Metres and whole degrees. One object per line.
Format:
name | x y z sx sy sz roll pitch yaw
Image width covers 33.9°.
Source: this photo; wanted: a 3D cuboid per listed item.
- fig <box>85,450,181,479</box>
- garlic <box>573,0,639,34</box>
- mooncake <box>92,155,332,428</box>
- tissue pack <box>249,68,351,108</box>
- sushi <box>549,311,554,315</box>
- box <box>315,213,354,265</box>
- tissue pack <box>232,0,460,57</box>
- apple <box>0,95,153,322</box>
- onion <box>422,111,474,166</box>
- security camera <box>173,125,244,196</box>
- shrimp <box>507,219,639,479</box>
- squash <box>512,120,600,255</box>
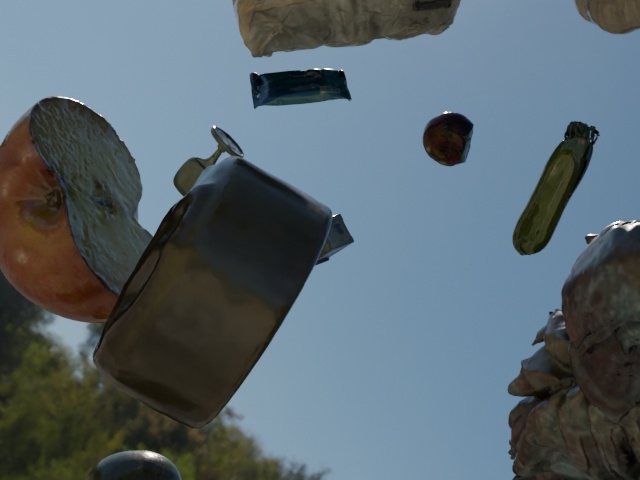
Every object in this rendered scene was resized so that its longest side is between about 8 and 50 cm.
fig | -0.290 0.421 1.546 0.151 0.151 0.259 50 19 -21
garlic | 0.489 -0.424 1.608 0.228 0.228 0.152 24 -1 40
mooncake | -0.121 0.048 1.129 0.155 0.284 0.284 33 -19 -10
tissue pack | -0.030 -0.219 1.482 0.085 0.138 0.028 -100 -176 -49
sushi | 0.474 0.261 1.406 0.320 0.339 0.069 1 -35 1
box | 0.000 0.000 1.529 0.063 0.085 0.060 -27 -95 32
tissue pack | 0.019 -0.459 1.590 0.195 0.390 0.375 92 -16 -62
apple | -0.332 -0.018 1.343 0.251 0.163 0.293 23 43 -64
onion | 0.273 -0.220 2.263 0.119 0.117 0.118 21 -14 5
security camera | -0.144 -0.092 1.320 0.058 0.092 0.058 42 13 -13
shrimp | 0.103 0.062 0.383 0.233 0.079 0.090 107 -22 -56
squash | 0.290 -0.061 1.303 0.052 0.183 0.052 24 15 -7
